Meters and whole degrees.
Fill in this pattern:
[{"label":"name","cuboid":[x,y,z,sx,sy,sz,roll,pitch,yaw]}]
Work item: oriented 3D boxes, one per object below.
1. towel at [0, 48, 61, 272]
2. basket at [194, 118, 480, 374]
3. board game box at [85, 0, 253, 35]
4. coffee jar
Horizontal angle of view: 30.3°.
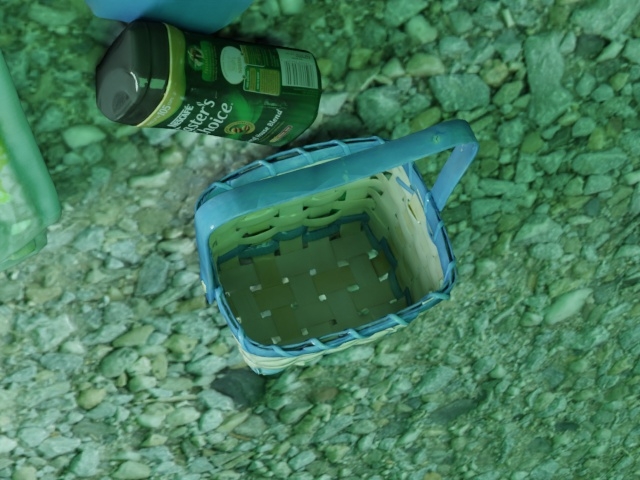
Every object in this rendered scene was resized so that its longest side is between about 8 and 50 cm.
[{"label":"towel","cuboid":[-0.390,-0.075,0.891,0.321,0.090,0.374,-30,134,-20]},{"label":"basket","cuboid":[0.000,0.000,1.091,0.255,0.201,0.289,-16,162,-17]},{"label":"board game box","cuboid":[-0.123,-0.242,0.977,0.169,0.033,0.133,5,129,-28]},{"label":"coffee jar","cuboid":[-0.098,-0.135,1.027,0.184,0.079,0.096,6,160,-30]}]
